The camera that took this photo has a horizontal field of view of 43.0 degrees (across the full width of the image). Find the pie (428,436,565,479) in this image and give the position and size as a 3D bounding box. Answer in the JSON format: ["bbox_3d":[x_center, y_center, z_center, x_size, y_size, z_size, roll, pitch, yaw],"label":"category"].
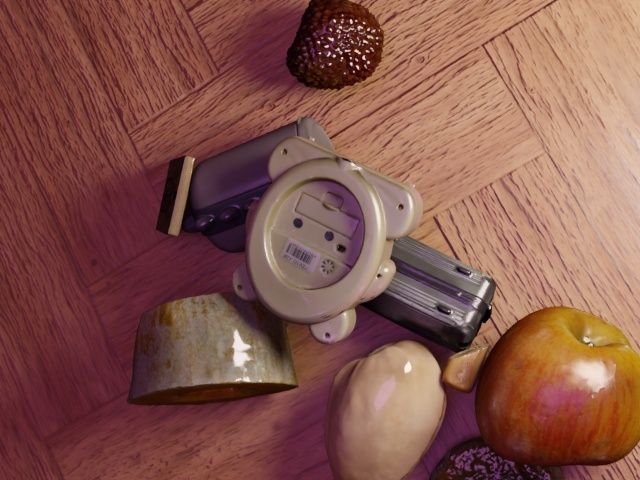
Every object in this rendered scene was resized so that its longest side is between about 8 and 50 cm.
[{"bbox_3d":[0.330,0.496,1.520,0.277,0.078,0.277,-1,85,15],"label":"pie"}]

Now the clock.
[{"bbox_3d":[0.000,0.000,1.408,0.284,0.114,0.309,27,100,15],"label":"clock"}]

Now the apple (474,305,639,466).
[{"bbox_3d":[0.417,0.247,1.403,0.301,0.301,0.301,-1,87,15],"label":"apple"}]

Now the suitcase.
[{"bbox_3d":[0.168,0.086,1.521,0.312,0.202,0.128,26,74,14],"label":"suitcase"}]

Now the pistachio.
[{"bbox_3d":[0.119,0.333,1.528,0.214,0.193,0.318,19,100,25],"label":"pistachio"}]

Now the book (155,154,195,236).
[{"bbox_3d":[-0.300,-0.090,1.658,0.026,0.231,0.161,12,89,-18],"label":"book"}]

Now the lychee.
[{"bbox_3d":[0.034,-0.385,1.607,0.188,0.188,0.188,-1,87,15],"label":"lychee"}]

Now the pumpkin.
[{"bbox_3d":[-0.209,0.209,1.574,0.332,0.332,0.199,-12,70,14],"label":"pumpkin"}]

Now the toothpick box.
[{"bbox_3d":[-0.122,-0.092,1.599,0.316,0.229,0.229,-20,82,14],"label":"toothpick box"}]

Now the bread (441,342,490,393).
[{"bbox_3d":[0.262,0.223,1.472,0.062,0.049,0.103,22,79,2],"label":"bread"}]
